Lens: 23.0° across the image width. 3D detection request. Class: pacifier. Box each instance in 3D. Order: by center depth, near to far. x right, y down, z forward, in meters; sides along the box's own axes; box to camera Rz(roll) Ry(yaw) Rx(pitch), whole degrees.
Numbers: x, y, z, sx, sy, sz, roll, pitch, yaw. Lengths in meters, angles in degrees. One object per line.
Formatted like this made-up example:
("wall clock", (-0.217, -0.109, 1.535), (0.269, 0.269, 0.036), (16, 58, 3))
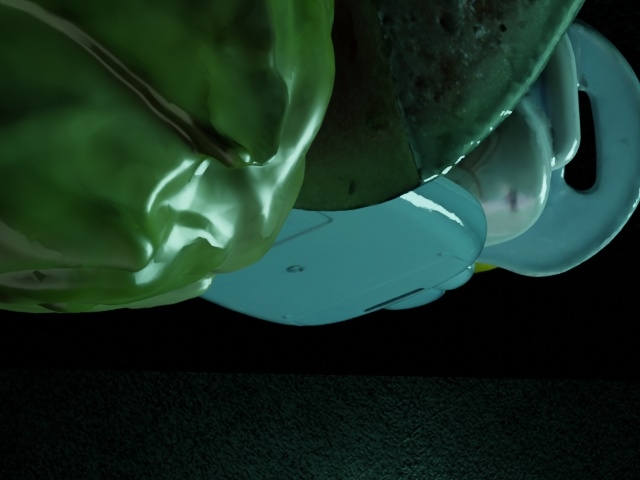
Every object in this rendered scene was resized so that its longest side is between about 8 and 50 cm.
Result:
("pacifier", (0.092, -0.092, 1.156), (0.287, 0.238, 0.226), (-8, -162, 8))

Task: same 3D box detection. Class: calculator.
("calculator", (0.000, 0.000, 1.010), (0.188, 0.042, 0.302), (-25, 150, 30))

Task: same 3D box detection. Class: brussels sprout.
("brussels sprout", (-0.140, -0.123, 0.680), (0.328, 0.328, 0.247), (9, 171, -37))

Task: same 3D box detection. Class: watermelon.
("watermelon", (0.013, -0.150, 0.813), (0.213, 0.262, 0.201), (-9, 138, 48))

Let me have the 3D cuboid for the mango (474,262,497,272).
("mango", (0.064, -0.035, 1.459), (0.195, 0.142, 0.331), (16, 168, -41))
